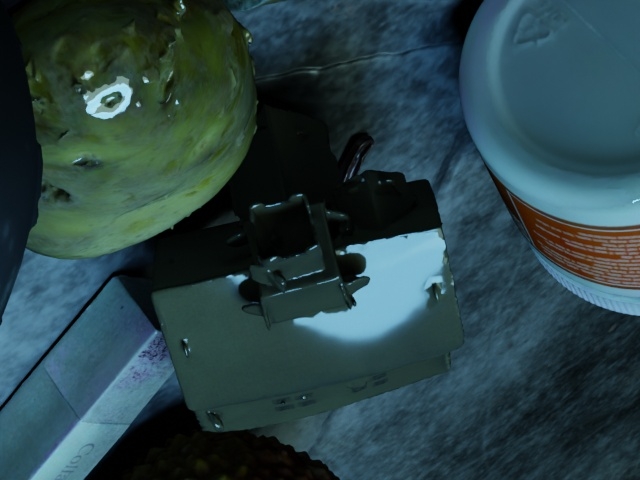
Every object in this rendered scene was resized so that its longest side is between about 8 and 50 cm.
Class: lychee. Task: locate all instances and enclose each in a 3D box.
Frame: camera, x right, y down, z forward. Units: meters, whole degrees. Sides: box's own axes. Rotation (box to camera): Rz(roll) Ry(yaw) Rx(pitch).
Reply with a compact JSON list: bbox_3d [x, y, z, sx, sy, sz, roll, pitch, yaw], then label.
[{"bbox_3d":[-0.055,0.291,1.718,0.267,0.267,0.267,-29,150,-18],"label":"lychee"}]

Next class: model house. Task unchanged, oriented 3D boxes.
[{"bbox_3d":[-0.018,0.003,1.406,0.211,0.204,0.243,-14,162,2],"label":"model house"}]

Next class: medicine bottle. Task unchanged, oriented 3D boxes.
[{"bbox_3d":[0.254,-0.094,1.553,0.252,0.252,0.241,-38,151,-2],"label":"medicine bottle"}]

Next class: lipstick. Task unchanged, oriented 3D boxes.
[{"bbox_3d":[-0.223,0.164,1.563,0.317,0.068,0.066,-49,149,17],"label":"lipstick"}]

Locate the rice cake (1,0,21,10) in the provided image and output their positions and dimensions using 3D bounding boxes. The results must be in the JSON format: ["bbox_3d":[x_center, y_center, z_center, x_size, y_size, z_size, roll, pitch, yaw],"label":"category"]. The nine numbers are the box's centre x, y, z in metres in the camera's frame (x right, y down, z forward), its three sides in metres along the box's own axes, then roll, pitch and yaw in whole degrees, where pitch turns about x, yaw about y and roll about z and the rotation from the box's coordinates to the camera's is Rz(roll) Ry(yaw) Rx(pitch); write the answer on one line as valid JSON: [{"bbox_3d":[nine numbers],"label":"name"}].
[{"bbox_3d":[-0.082,-0.245,1.155,0.365,0.056,0.072,-35,149,-9],"label":"rice cake"}]

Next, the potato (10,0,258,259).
[{"bbox_3d":[-0.131,-0.083,1.207,0.192,0.141,0.296,-25,172,-7],"label":"potato"}]

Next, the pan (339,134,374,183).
[{"bbox_3d":[0.002,0.002,1.622,0.115,0.040,0.212,-14,143,-47],"label":"pan"}]

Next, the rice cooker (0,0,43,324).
[{"bbox_3d":[-0.272,-0.034,1.014,0.225,0.267,0.267,4,133,-26],"label":"rice cooker"}]

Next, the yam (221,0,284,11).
[{"bbox_3d":[0.030,-0.215,1.270,0.259,0.093,0.093,-22,148,-42],"label":"yam"}]
